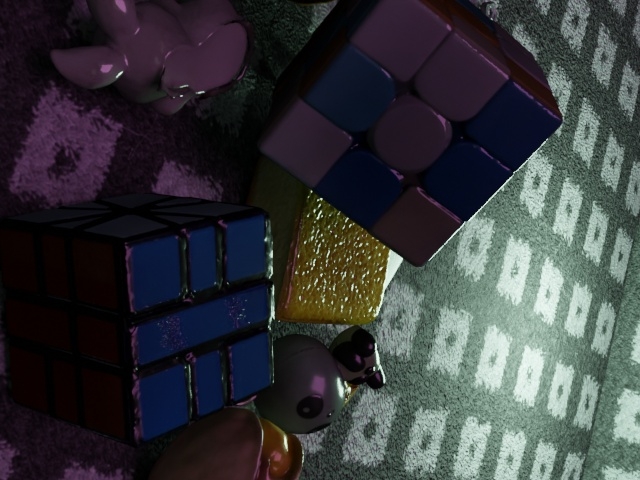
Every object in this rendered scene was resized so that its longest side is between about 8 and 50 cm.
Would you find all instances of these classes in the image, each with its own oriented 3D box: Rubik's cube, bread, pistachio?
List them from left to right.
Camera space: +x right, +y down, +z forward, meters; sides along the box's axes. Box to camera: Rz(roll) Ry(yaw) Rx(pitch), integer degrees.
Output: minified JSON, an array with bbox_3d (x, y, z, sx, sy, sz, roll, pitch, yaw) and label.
[{"bbox_3d":[-0.255,0.092,1.331,0.288,0.293,0.283,-18,113,-51],"label":"Rubik's cube"},{"bbox_3d":[-0.167,0.416,1.549,0.309,0.230,0.230,-46,142,11],"label":"pistachio"},{"bbox_3d":[0.000,0.000,1.760,0.333,0.143,0.323,10,89,-53],"label":"bread"},{"bbox_3d":[0.140,-0.233,1.555,0.347,0.346,0.344,35,25,-13],"label":"Rubik's cube"}]

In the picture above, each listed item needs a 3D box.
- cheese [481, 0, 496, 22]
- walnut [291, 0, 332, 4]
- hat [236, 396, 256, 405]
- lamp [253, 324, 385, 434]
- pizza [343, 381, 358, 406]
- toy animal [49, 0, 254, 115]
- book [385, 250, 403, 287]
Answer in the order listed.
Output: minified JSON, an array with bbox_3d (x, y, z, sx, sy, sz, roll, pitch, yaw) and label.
[{"bbox_3d":[0.410,-0.428,2.264,0.163,0.082,0.286,-30,117,-47],"label":"cheese"},{"bbox_3d":[-0.027,-0.508,1.586,0.336,0.209,0.209,44,61,-70],"label":"walnut"},{"bbox_3d":[-0.157,0.235,1.604,0.122,0.166,0.081,-8,115,-29],"label":"hat"},{"bbox_3d":[-0.009,0.251,1.731,0.244,0.198,0.197,-23,122,-6],"label":"lamp"},{"bbox_3d":[0.044,0.281,1.945,0.134,0.046,0.175,49,59,-45],"label":"pizza"},{"bbox_3d":[-0.234,-0.293,1.382,0.325,0.154,0.208,7,105,-61],"label":"toy animal"},{"bbox_3d":[0.149,-0.010,2.046,0.228,0.024,0.160,-57,137,-28],"label":"book"}]
